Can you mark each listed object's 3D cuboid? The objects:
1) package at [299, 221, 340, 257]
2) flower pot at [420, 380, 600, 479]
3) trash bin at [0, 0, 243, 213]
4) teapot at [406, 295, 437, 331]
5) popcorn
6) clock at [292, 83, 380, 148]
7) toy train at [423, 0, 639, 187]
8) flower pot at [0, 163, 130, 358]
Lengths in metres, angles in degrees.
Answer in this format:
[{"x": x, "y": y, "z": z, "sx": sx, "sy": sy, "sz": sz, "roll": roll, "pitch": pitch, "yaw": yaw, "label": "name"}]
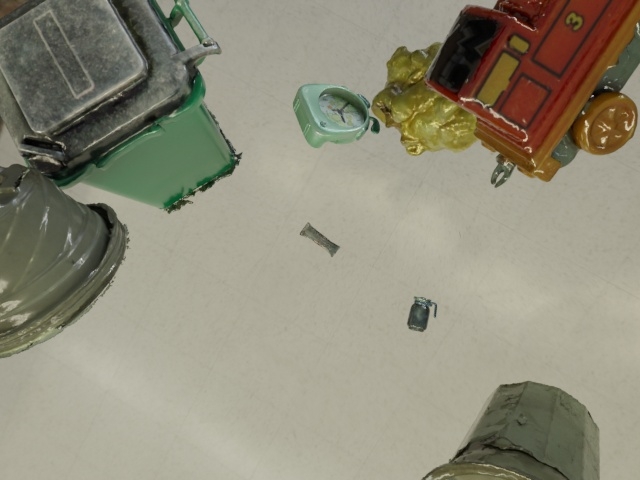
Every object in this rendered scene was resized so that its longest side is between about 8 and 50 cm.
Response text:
[{"x": 0.000, "y": 0.000, "z": 1.353, "sx": 0.110, "sy": 0.015, "sz": 0.037, "roll": 36, "pitch": 90, "yaw": -20, "label": "package"}, {"x": 0.240, "y": 0.276, "z": 0.650, "sx": 0.213, "sy": 0.202, "sz": 0.212, "roll": 16, "pitch": 125, "yaw": 24, "label": "flower pot"}, {"x": -0.279, "y": -0.213, "z": 0.862, "sx": 0.295, "sy": 0.381, "sz": 0.259, "roll": -32, "pitch": 79, "yaw": 1, "label": "trash bin"}, {"x": 0.241, "y": 0.178, "z": 1.321, "sx": 0.049, "sy": 0.063, "sz": 0.083, "roll": 14, "pitch": 87, "yaw": -19, "label": "teapot"}, {"x": 0.253, "y": -0.318, "z": 1.252, "sx": 0.252, "sy": 0.215, "sz": 0.286, "roll": -52, "pitch": 56, "yaw": 17, "label": "popcorn"}, {"x": 0.041, "y": -0.278, "z": 1.232, "sx": 0.060, "sy": 0.189, "sz": 0.148, "roll": -56, "pitch": 47, "yaw": 53, "label": "clock"}, {"x": 0.281, "y": -0.234, "z": 0.653, "sx": 0.232, "sy": 0.163, "sz": 0.369, "roll": 19, "pitch": 112, "yaw": -25, "label": "toy train"}, {"x": -0.349, "y": 0.006, "z": 0.616, "sx": 0.236, "sy": 0.235, "sz": 0.140, "roll": -11, "pitch": 130, "yaw": 13, "label": "flower pot"}]
